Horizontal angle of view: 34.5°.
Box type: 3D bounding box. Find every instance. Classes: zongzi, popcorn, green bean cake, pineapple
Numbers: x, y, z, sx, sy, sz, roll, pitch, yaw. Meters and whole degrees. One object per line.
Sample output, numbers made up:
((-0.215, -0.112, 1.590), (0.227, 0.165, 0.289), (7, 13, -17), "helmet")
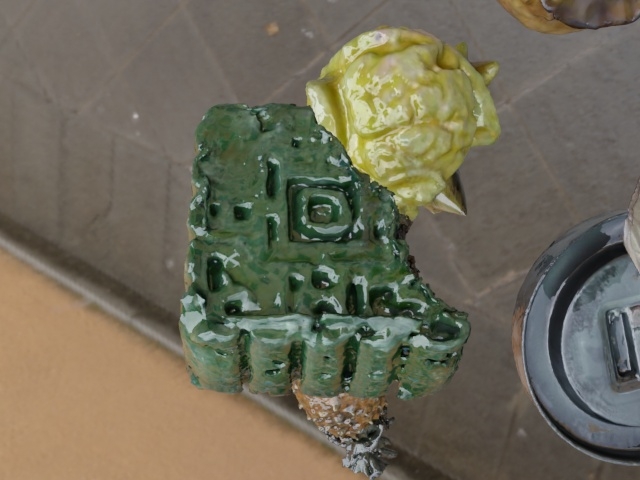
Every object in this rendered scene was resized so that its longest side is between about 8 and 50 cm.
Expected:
((0.129, -0.131, 1.457), (0.094, 0.204, 0.205), (-33, 105, 6), "zongzi")
((0.075, -0.119, 0.986), (0.185, 0.187, 0.167), (-39, 93, 29), "popcorn")
((0.000, 0.000, 0.723), (0.193, 0.208, 0.107), (-2, 151, 1), "green bean cake")
((0.034, 0.188, 1.130), (0.108, 0.108, 0.197), (8, 131, 38), "pineapple")

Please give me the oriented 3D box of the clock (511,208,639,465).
((0.393, 0.115, 1.271), (0.066, 0.319, 0.319), (-130, 23, -80), "clock")

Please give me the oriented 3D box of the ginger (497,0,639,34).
((0.205, -0.326, 0.971), (0.223, 0.200, 0.269), (19, 87, 62), "ginger")

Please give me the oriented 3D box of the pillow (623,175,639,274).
((0.353, 0.019, 1.055), (0.038, 0.130, 0.232), (2, 136, 36), "pillow")
